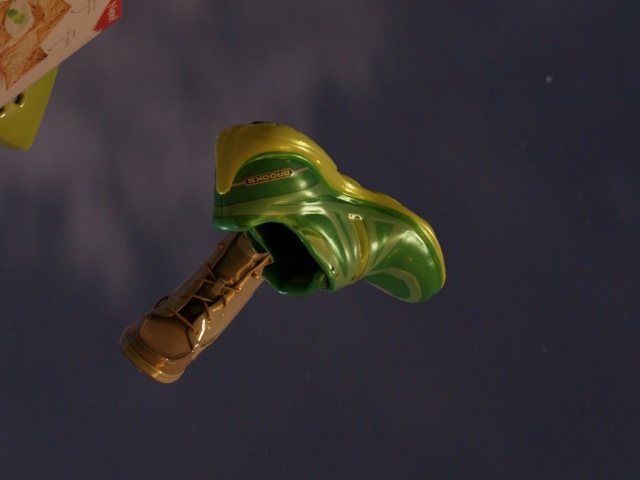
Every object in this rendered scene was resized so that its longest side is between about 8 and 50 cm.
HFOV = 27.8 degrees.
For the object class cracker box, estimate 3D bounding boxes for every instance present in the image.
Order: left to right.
[{"bbox_3d":[-0.238,-0.151,0.882,0.067,0.156,0.232,42,-113,10],"label":"cracker box"}]

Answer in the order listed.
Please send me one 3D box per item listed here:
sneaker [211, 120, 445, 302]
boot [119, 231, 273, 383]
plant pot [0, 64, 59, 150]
[{"bbox_3d":[0.000,0.000,1.157,0.109,0.295,0.123,2,-111,44],"label":"sneaker"},{"bbox_3d":[-0.117,0.057,1.352,0.077,0.213,0.165,43,-74,2],"label":"boot"},{"bbox_3d":[-0.390,-0.232,1.246,0.228,0.207,0.227,14,-94,15],"label":"plant pot"}]
